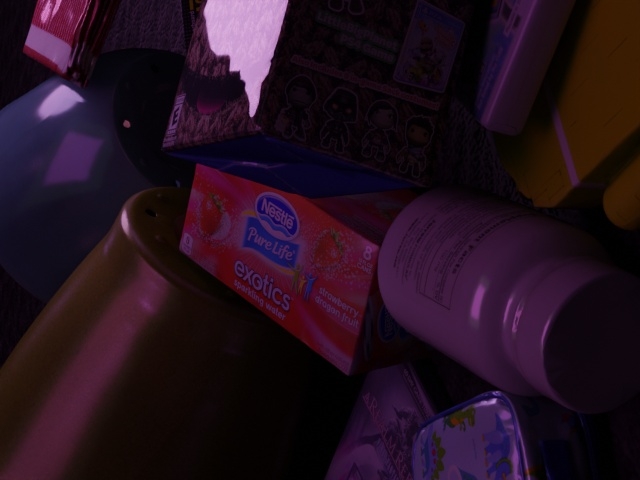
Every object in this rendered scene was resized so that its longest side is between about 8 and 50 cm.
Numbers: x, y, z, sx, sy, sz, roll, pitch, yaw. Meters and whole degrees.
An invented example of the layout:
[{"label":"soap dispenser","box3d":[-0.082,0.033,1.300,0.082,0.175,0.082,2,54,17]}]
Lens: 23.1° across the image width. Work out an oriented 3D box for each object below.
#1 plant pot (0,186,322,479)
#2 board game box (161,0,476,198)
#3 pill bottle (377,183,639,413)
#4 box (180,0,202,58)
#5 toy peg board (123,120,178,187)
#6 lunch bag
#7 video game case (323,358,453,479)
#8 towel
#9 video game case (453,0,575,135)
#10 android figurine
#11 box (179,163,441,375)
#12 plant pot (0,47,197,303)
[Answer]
[{"label":"plant pot","box3d":[-0.158,0.149,1.606,0.353,0.366,0.366,-63,34,24]},{"label":"board game box","box3d":[0.009,-0.192,1.213,0.232,0.141,0.291,-3,71,67]},{"label":"pill bottle","box3d":[0.147,0.043,1.156,0.229,0.131,0.131,-150,64,-62]},{"label":"box","box3d":[-0.090,-0.175,1.610,0.270,0.060,0.216,70,-168,-71]},{"label":"toy peg board","box3d":[-0.233,-0.055,2.070,0.161,0.079,0.161,-63,32,15]},{"label":"lunch bag","box3d":[0.150,0.228,1.190,0.176,0.090,0.219,140,126,-60]},{"label":"video game case","box3d":[0.064,0.241,1.454,0.196,0.026,0.274,-117,36,-45]},{"label":"towel","box3d":[-0.245,-0.343,1.719,0.237,0.037,0.329,34,104,62]},{"label":"video game case","box3d":[0.145,-0.284,1.198,0.300,0.036,0.329,-121,47,-60]},{"label":"android figurine","box3d":[0.203,-0.128,1.131,0.273,0.056,0.248,127,137,-51]},{"label":"box","box3d":[0.000,0.000,1.407,0.257,0.122,0.128,35,121,40]},{"label":"plant pot","box3d":[-0.216,-0.084,1.786,0.235,0.293,0.293,-29,62,48]}]
